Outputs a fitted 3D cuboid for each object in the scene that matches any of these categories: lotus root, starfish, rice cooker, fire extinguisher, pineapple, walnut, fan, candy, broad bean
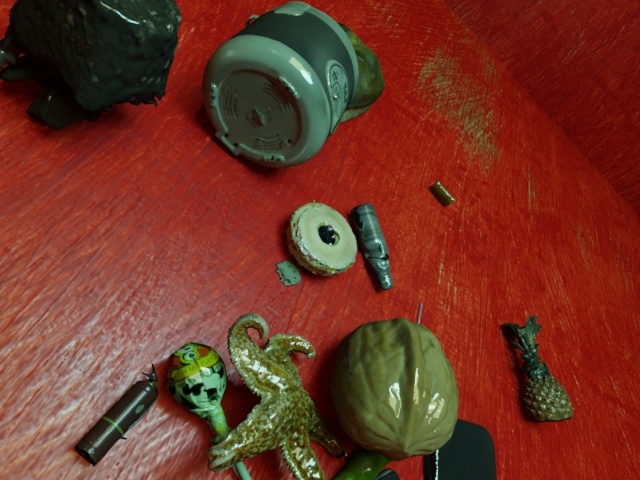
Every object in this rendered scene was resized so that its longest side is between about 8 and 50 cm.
[{"bbox_3d":[0.023,-0.463,1.148,0.267,0.149,0.260,51,44,1],"label":"lotus root"},{"bbox_3d":[-0.047,0.260,0.642,0.312,0.113,0.303,22,39,-64],"label":"starfish"},{"bbox_3d":[-0.072,-0.319,0.899,0.288,0.288,0.277,41,46,-13],"label":"rice cooker"},{"bbox_3d":[-0.263,0.234,0.582,0.132,0.039,0.056,-51,133,-45],"label":"fire extinguisher"},{"bbox_3d":[0.583,0.339,1.156,0.130,0.119,0.277,2,61,-17],"label":"pineapple"},{"bbox_3d":[0.127,0.254,0.753,0.225,0.225,0.261,37,19,-17],"label":"walnut"},{"bbox_3d":[-0.053,0.062,0.875,0.083,0.004,0.056,-16,74,-44],"label":"fan"},{"bbox_3d":[-0.139,0.294,0.638,0.083,0.091,0.305,-26,95,-24],"label":"candy"},{"bbox_3d":[0.067,0.400,0.741,0.256,0.053,0.052,-18,78,-46],"label":"broad bean"}]

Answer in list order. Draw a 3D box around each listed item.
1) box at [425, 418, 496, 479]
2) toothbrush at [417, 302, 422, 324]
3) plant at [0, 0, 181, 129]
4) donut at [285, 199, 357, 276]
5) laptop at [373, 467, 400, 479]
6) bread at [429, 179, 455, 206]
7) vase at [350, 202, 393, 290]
[{"bbox_3d":[0.295,0.482,0.887,0.201,0.042,0.212,26,52,-25],"label":"box"},{"bbox_3d":[0.239,0.191,1.035,0.006,0.008,0.097,46,43,-27],"label":"toothbrush"},{"bbox_3d":[-0.347,-0.287,0.660,0.188,0.276,0.199,53,36,-7],"label":"plant"},{"bbox_3d":[0.000,0.000,0.911,0.175,0.068,0.174,20,52,-28],"label":"donut"},{"bbox_3d":[0.083,0.497,0.717,0.207,0.026,0.153,-6,70,-40],"label":"laptop"},{"bbox_3d":[0.373,-0.143,1.316,0.036,0.047,0.083,-43,94,-14],"label":"bread"},{"bbox_3d":[0.126,0.017,1.010,0.060,0.060,0.211,0,67,-39],"label":"vase"}]
